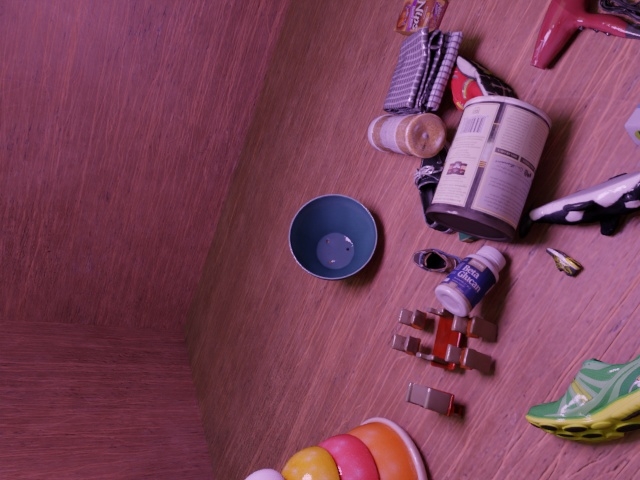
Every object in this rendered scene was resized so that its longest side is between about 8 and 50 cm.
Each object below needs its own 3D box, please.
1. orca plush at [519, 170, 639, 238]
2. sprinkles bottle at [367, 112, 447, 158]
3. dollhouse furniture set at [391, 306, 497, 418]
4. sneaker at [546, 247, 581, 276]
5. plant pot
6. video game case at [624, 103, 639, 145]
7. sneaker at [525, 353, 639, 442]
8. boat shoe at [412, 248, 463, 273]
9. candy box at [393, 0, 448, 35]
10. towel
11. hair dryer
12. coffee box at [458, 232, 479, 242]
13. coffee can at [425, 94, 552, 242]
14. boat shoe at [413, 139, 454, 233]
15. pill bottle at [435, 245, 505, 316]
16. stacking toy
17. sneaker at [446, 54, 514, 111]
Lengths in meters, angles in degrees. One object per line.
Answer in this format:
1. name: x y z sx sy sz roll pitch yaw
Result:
1. orca plush: 0.531 -0.044 0.921 0.287 0.151 0.102 -28 88 50
2. sprinkles bottle: 0.246 -0.316 1.384 0.355 0.121 0.121 -128 53 -72
3. dollhouse furniture set: 0.314 0.305 1.188 0.262 0.135 0.259 -6 64 59
4. sneaker: 0.511 0.046 0.990 0.035 0.031 0.083 -67 32 22
5. plant pot: 0.048 0.012 1.604 0.195 0.289 0.291 75 -165 -72
6. video game case: 0.655 -0.257 0.694 0.270 0.061 0.244 -54 27 0
7. sneaker: 0.515 0.291 0.858 0.295 0.109 0.124 -47 20 46
8. boat shoe: 0.312 0.053 1.293 0.183 0.066 0.066 6 85 60
9. candy box: 0.329 -0.739 1.537 0.186 0.053 0.109 43 117 54
10. towel: 0.287 -0.493 1.388 0.284 0.121 0.235 -119 46 -77
11. hair dryer: 0.578 -0.479 0.997 0.293 0.080 0.224 -33 54 52
12. coffee box: 0.406 -0.095 1.206 0.113 0.040 0.184 -29 56 52
13. coffee can: 0.383 -0.158 1.063 0.201 0.201 0.276 15 84 60
14. boat shoe: 0.318 -0.169 1.315 0.113 0.104 0.307 -26 58 54
15. pill bottle: 0.361 0.092 1.103 0.169 0.094 0.094 -42 25 -17
16. stacking toy: 0.007 0.654 1.210 0.350 0.479 0.351 -27 58 55
17. sneaker: 0.417 -0.391 1.241 0.279 0.107 0.118 -100 29 -50
